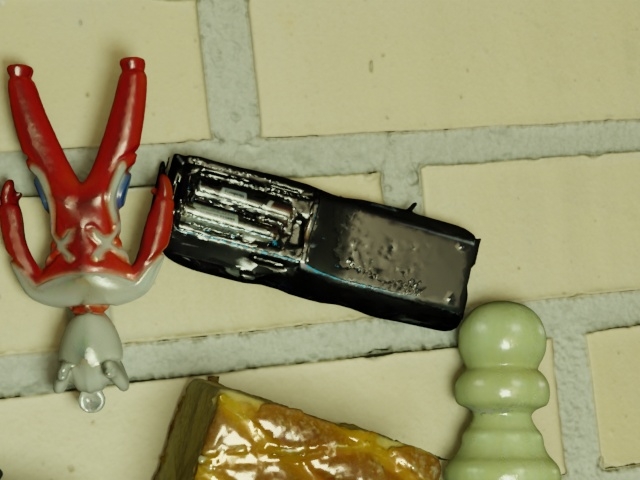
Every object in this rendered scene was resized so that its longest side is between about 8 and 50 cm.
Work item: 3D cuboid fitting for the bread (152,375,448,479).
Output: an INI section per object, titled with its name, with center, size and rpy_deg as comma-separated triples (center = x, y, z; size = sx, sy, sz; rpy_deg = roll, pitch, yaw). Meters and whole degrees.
[bread]
center = -0.046, 0.317, 1.407
size = 0.279, 0.207, 0.279
rpy_deg = 22, 82, -17

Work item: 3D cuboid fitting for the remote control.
[remote control]
center = 0.000, 0.000, 1.514
size = 0.398, 0.062, 0.145
rpy_deg = 14, 84, -16

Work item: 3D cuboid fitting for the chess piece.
[chess piece]
center = 0.216, 0.197, 1.547
size = 0.144, 0.144, 0.251
rpy_deg = 5, 79, -18

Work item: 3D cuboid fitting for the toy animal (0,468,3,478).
[toy animal]
center = -0.401, 0.216, 1.352
size = 0.168, 0.106, 0.343
rpy_deg = -24, 101, -25

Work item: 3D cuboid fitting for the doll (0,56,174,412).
[doll]
center = -0.253, -0.006, 1.414
size = 0.188, 0.099, 0.384
rpy_deg = -1, 85, -1
